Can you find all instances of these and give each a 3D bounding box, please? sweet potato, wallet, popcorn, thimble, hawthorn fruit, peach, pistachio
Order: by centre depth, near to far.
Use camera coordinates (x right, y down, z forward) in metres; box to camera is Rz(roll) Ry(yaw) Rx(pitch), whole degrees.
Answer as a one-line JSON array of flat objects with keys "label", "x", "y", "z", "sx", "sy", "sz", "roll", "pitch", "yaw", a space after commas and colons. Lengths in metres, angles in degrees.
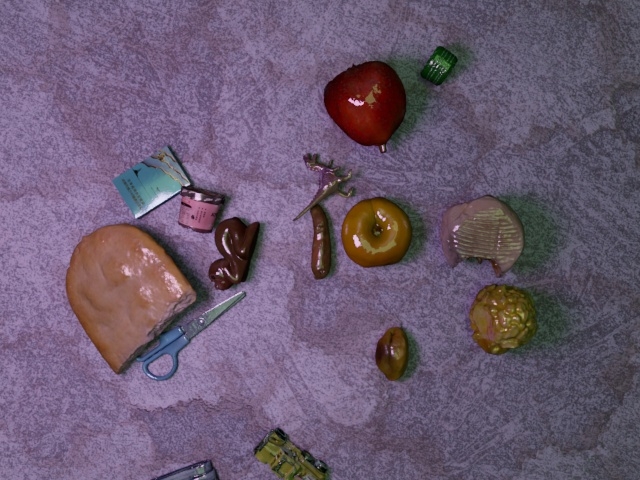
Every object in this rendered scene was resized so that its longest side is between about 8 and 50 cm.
[{"label": "hawthorn fruit", "x": 0.167, "y": -0.439, "z": 1.669, "sx": 0.265, "sy": 0.265, "sz": 0.307, "roll": -23, "pitch": 99, "yaw": -2}, {"label": "popcorn", "x": 0.625, "y": 0.264, "z": 1.699, "sx": 0.212, "sy": 0.259, "sz": 0.259, "roll": -14, "pitch": 90, "yaw": -17}, {"label": "peach", "x": 0.191, "y": -0.028, "z": 1.718, "sx": 0.250, "sy": 0.153, "sz": 0.251, "roll": 1, "pitch": 73, "yaw": -2}, {"label": "wallet", "x": -0.440, "y": 0.962, "z": 1.729, "sx": 0.237, "sy": 0.075, "sz": 0.342, "roll": -18, "pitch": 90, "yaw": -5}, {"label": "thimble", "x": 0.409, "y": -0.603, "z": 1.732, "sx": 0.090, "sy": 0.130, "sz": 0.118, "roll": 33, "pitch": 108, "yaw": -1}, {"label": "pistachio", "x": 0.253, "y": 0.396, "z": 1.733, "sx": 0.100, "sy": 0.110, "sz": 0.190, "roll": 12, "pitch": 89, "yaw": -33}, {"label": "sweet potato", "x": 0.000, "y": 0.000, "z": 1.746, "sx": 0.075, "sy": 0.075, "sz": 0.274, "roll": -2, "pitch": 88, "yaw": -2}]

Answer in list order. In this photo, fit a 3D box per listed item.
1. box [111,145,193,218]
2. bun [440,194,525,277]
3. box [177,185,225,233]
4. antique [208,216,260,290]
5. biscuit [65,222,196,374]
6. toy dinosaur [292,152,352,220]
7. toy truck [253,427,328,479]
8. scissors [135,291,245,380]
[{"label": "box", "x": -0.584, "y": -0.201, "z": 1.742, "sx": 0.229, "sy": 0.041, "sz": 0.162, "roll": -33, "pitch": 91, "yaw": -1}, {"label": "bun", "x": 0.543, "y": -0.028, "z": 1.698, "sx": 0.281, "sy": 0.205, "sz": 0.282, "roll": 1, "pitch": 103, "yaw": 5}, {"label": "box", "x": -0.413, "y": -0.104, "z": 1.698, "sx": 0.151, "sy": 0.151, "sz": 0.135, "roll": 16, "pitch": 97, "yaw": -2}, {"label": "antique", "x": -0.306, "y": 0.045, "z": 1.712, "sx": 0.143, "sy": 0.121, "sz": 0.257, "roll": 13, "pitch": 88, "yaw": 1}, {"label": "biscuit", "x": -0.656, "y": 0.162, "z": 1.656, "sx": 0.429, "sy": 0.104, "sz": 0.446, "roll": -36, "pitch": 86, "yaw": 19}, {"label": "toy dinosaur", "x": 0.012, "y": -0.182, "z": 1.739, "sx": 0.199, "sy": 0.072, "sz": 0.252, "roll": 3, "pitch": 86, "yaw": 2}, {"label": "toy truck", "x": -0.101, "y": 0.770, "z": 1.707, "sx": 0.259, "sy": 0.135, "sz": 0.128, "roll": 41, "pitch": 88, "yaw": 2}, {"label": "scissors", "x": -0.450, "y": 0.309, "z": 1.749, "sx": 0.447, "sy": 0.029, "sz": 0.193, "roll": -34, "pitch": 91, "yaw": -1}]
